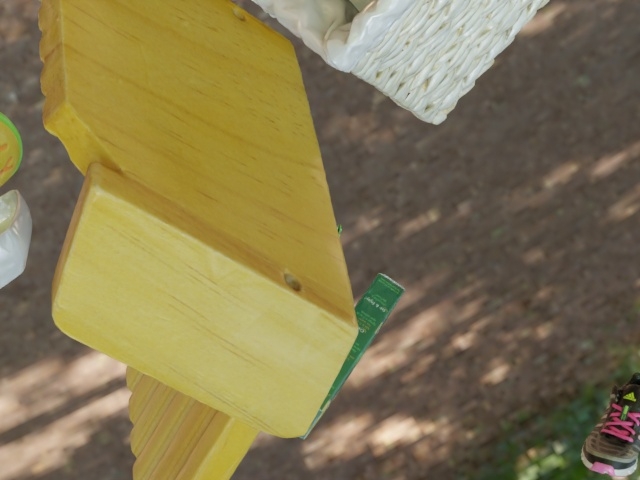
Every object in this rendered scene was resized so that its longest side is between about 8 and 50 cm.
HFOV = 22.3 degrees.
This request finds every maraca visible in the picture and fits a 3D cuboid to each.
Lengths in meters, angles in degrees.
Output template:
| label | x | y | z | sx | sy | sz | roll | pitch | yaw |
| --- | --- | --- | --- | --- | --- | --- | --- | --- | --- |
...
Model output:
| label | x | y | z | sx | sy | sz | roll | pitch | yaw |
| --- | --- | --- | --- | --- | --- | --- | --- | --- | --- |
| maraca | -0.445 | -0.129 | 2.036 | 0.127 | 0.099 | 0.185 | -20 | 138 | -3 |

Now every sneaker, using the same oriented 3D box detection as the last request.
| label | x | y | z | sx | sy | sz | roll | pitch | yaw |
| --- | --- | --- | --- | --- | --- | --- | --- | --- | --- |
| sneaker | 0.334 | 0.197 | 1.788 | 0.170 | 0.063 | 0.074 | -37 | 140 | -55 |

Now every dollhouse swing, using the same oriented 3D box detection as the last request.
| label | x | y | z | sx | sy | sz | roll | pitch | yaw |
| --- | --- | --- | --- | --- | --- | --- | --- | --- | --- |
| dollhouse swing | -0.156 | 0.005 | 1.231 | 0.315 | 0.346 | 0.305 | 30 | 121 | -32 |

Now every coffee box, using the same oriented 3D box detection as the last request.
| label | x | y | z | sx | sy | sz | roll | pitch | yaw |
| --- | --- | --- | --- | --- | --- | --- | --- | --- | --- |
| coffee box | 0.023 | 0.133 | 1.859 | 0.184 | 0.040 | 0.113 | -54 | 176 | -28 |

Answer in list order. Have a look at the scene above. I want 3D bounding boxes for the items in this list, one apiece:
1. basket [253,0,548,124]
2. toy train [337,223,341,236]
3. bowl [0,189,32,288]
| label | x | y | z | sx | sy | sz | roll | pitch | yaw |
| --- | --- | --- | --- | --- | --- | --- | --- | --- | --- |
| basket | 0.061 | -0.342 | 1.570 | 0.328 | 0.331 | 0.266 | -49 | 155 | 6 |
| toy train | 0.000 | 0.000 | 1.497 | 0.017 | 0.023 | 0.083 | 11 | 170 | -16 |
| bowl | -0.345 | 0.020 | 1.629 | 0.142 | 0.053 | 0.142 | -35 | -159 | 7 |
